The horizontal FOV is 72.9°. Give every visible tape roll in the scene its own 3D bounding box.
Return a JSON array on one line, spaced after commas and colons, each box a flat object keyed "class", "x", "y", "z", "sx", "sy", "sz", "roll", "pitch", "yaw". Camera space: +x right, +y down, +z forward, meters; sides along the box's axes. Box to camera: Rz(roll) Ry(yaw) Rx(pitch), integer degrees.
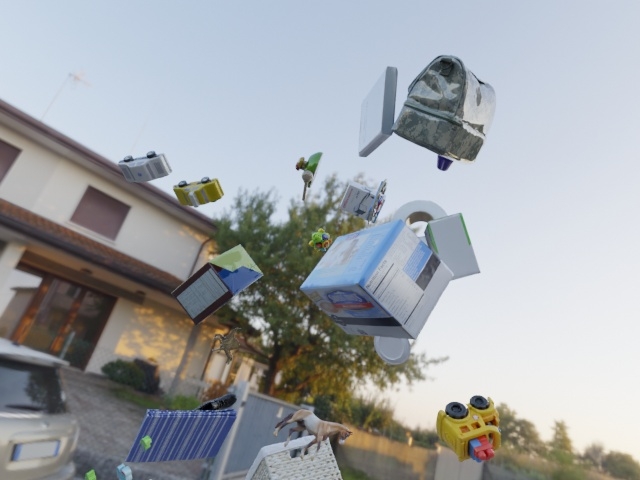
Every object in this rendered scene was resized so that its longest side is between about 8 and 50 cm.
[{"class": "tape roll", "x": 0.496, "y": -0.059, "z": 2.153, "sx": 0.286, "sy": 0.286, "sz": 0.100, "roll": 8, "pitch": -26, "yaw": 19}]

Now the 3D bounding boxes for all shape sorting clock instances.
[{"class": "shape sorting clock", "x": 0.247, "y": -0.165, "z": 1.851, "sx": 0.040, "sy": 0.206, "sz": 0.206, "roll": 23, "pitch": -21, "yaw": 7}]

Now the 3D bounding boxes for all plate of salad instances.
[{"class": "plate of salad", "x": 0.363, "y": 0.523, "z": 2.175, "sx": 0.199, "sy": 0.200, "sz": 0.048, "roll": -1, "pitch": 7, "yaw": 35}]

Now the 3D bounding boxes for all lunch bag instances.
[{"class": "lunch bag", "x": 0.392, "y": -0.388, "z": 1.301, "sx": 0.212, "sy": 0.256, "sz": 0.305, "roll": 36, "pitch": 20, "yaw": 34}]

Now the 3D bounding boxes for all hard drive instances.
[{"class": "hard drive", "x": 0.206, "y": -0.462, "z": 1.613, "sx": 0.047, "sy": 0.233, "sz": 0.353, "roll": 5, "pitch": -2, "yaw": -7}]

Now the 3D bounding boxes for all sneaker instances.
[{"class": "sneaker", "x": -0.403, "y": 0.632, "z": 1.654, "sx": 0.170, "sy": 0.051, "sz": 0.089, "roll": -13, "pitch": -9, "yaw": -13}]

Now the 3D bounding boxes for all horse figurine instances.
[{"class": "horse figurine", "x": -0.044, "y": 0.651, "z": 1.486, "sx": 0.263, "sy": 0.174, "sz": 0.066, "roll": 11, "pitch": -56, "yaw": 40}]

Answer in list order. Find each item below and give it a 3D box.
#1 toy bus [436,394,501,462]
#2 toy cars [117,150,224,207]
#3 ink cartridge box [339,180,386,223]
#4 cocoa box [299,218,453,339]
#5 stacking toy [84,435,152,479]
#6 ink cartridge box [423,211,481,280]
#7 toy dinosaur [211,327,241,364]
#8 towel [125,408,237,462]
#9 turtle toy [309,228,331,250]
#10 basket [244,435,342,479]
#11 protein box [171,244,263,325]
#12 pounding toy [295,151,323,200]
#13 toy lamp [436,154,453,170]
[{"class": "toy bus", "x": 0.544, "y": 0.665, "z": 1.495, "sx": 0.220, "sy": 0.150, "sz": 0.211, "roll": -12, "pitch": 20, "yaw": -13}, {"class": "toy cars", "x": -0.561, "y": -0.214, "z": 1.614, "sx": 0.393, "sy": 0.087, "sz": 0.176, "roll": 24, "pitch": -53, "yaw": -16}, {"class": "ink cartridge box", "x": 0.207, "y": -0.189, "z": 2.124, "sx": 0.190, "sy": 0.082, "sz": 0.140, "roll": 22, "pitch": -64, "yaw": -1}, {"class": "cocoa box", "x": 0.146, "y": 0.117, "z": 1.241, "sx": 0.228, "sy": 0.231, "sz": 0.347, "roll": 44, "pitch": -24, "yaw": -15}, {"class": "stacking toy", "x": -0.507, "y": 0.640, "z": 1.125, "sx": 0.052, "sy": 0.221, "sz": 0.167, "roll": 17, "pitch": 24, "yaw": 32}, {"class": "ink cartridge box", "x": 0.434, "y": 0.032, "z": 1.457, "sx": 0.114, "sy": 0.198, "sz": 0.273, "roll": -17, "pitch": -8, "yaw": 9}, {"class": "toy dinosaur", "x": -0.330, "y": 0.353, "z": 1.526, "sx": 0.092, "sy": 0.053, "sz": 0.183, "roll": 13, "pitch": -61, "yaw": -8}, {"class": "towel", "x": -0.487, "y": 0.693, "z": 1.546, "sx": 0.336, "sy": 0.243, "sz": 0.040, "roll": 15, "pitch": 21, "yaw": -33}, {"class": "turtle toy", "x": 0.000, "y": 0.000, "z": 1.919, "sx": 0.066, "sy": 0.095, "sz": 0.130, "roll": 35, "pitch": -2, "yaw": 41}, {"class": "basket", "x": -0.111, "y": 1.036, "z": 1.818, "sx": 0.328, "sy": 0.266, "sz": 0.331, "roll": 3, "pitch": -56, "yaw": -32}, {"class": "protein box", "x": -0.339, "y": 0.145, "z": 1.443, "sx": 0.201, "sy": 0.200, "sz": 0.136, "roll": -37, "pitch": -90, "yaw": 26}, {"class": "pounding toy", "x": -0.075, "y": -0.336, "z": 2.071, "sx": 0.110, "sy": 0.237, "sz": 0.183, "roll": 21, "pitch": -39, "yaw": -1}, {"class": "toy lamp", "x": 0.521, "y": -0.401, "z": 1.696, "sx": 0.080, "sy": 0.080, "sz": 0.275, "roll": 15, "pitch": -52, "yaw": 3}]
